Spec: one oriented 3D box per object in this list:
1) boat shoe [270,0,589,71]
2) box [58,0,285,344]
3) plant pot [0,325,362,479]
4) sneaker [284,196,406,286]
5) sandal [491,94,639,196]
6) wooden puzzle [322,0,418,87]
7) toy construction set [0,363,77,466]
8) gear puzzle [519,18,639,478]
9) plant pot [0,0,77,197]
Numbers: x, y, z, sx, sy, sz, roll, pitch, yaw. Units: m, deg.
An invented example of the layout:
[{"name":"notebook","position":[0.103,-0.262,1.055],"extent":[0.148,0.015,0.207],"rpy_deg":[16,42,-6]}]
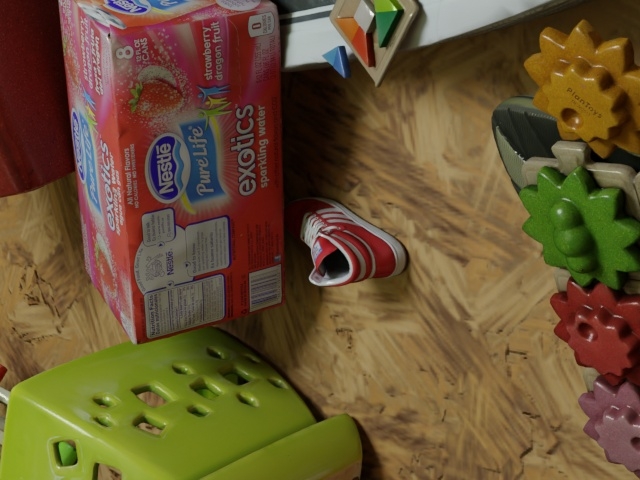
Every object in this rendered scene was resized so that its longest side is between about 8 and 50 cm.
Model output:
[{"name":"boat shoe","position":[0.070,-0.187,1.015],"extent":[0.335,0.121,0.119],"rpy_deg":[-6,99,47]},{"name":"box","position":[-0.108,-0.069,1.155],"extent":[0.122,0.128,0.256],"rpy_deg":[46,145,50]},{"name":"plant pot","position":[-0.101,0.219,1.211],"extent":[0.207,0.228,0.227],"rpy_deg":[22,114,33]},{"name":"sneaker","position":[0.000,0.000,1.165],"extent":[0.118,0.067,0.042],"rpy_deg":[25,115,38]},{"name":"sandal","position":[0.232,-0.036,0.920],"extent":[0.303,0.086,0.120],"rpy_deg":[10,131,42]},{"name":"wooden puzzle","position":[0.031,-0.145,0.986],"extent":[0.078,0.014,0.116],"rpy_deg":[55,140,36]},{"name":"toy construction set","position":[-0.330,0.277,1.459],"extent":[0.215,0.151,0.327],"rpy_deg":[19,88,36]},{"name":"gear puzzle","position":[0.193,0.027,0.906],"extent":[0.175,0.044,0.339],"rpy_deg":[9,131,42]},{"name":"plant pot","position":[-0.261,-0.167,1.263],"extent":[0.267,0.267,0.235],"rpy_deg":[-7,107,45]}]
